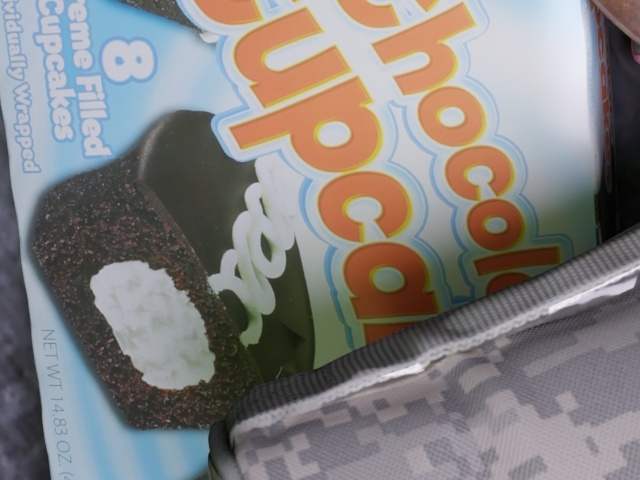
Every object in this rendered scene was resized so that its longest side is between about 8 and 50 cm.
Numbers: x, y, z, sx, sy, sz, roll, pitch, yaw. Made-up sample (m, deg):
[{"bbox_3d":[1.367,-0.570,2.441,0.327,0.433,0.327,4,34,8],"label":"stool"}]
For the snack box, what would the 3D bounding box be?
[{"bbox_3d":[0.000,0.000,0.553,0.187,0.060,0.322,-2,102,16],"label":"snack box"}]

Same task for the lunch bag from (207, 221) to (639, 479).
[{"bbox_3d":[0.145,0.098,0.419,0.305,0.212,0.256,-24,99,-1],"label":"lunch bag"}]

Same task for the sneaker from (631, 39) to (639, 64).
[{"bbox_3d":[0.152,-0.071,0.505,0.119,0.047,0.057,-31,112,23],"label":"sneaker"}]

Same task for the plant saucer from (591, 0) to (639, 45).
[{"bbox_3d":[0.095,-0.114,0.408,0.029,0.168,0.168,-28,96,-23],"label":"plant saucer"}]
